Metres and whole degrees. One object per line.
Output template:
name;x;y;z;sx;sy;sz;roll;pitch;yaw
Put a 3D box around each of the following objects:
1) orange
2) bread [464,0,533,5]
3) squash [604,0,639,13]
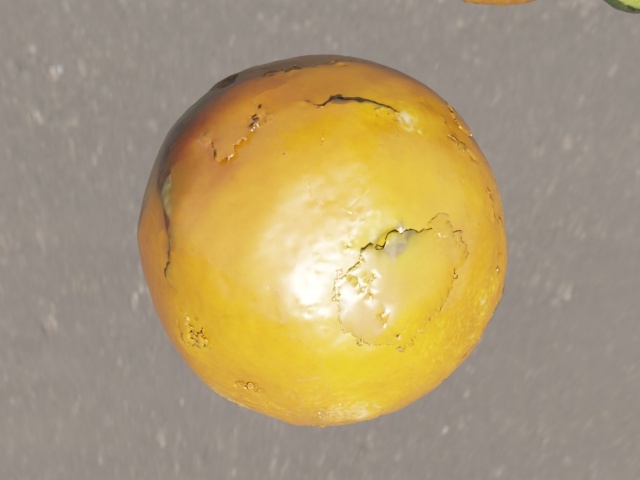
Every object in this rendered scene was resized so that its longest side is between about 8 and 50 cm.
orange;0.000;0.000;1.258;0.246;0.246;0.246;1;71;-4
bread;0.116;-0.241;0.889;0.195;0.142;0.270;0;101;-34
squash;0.266;-0.264;1.432;0.170;0.123;0.170;18;66;-47
